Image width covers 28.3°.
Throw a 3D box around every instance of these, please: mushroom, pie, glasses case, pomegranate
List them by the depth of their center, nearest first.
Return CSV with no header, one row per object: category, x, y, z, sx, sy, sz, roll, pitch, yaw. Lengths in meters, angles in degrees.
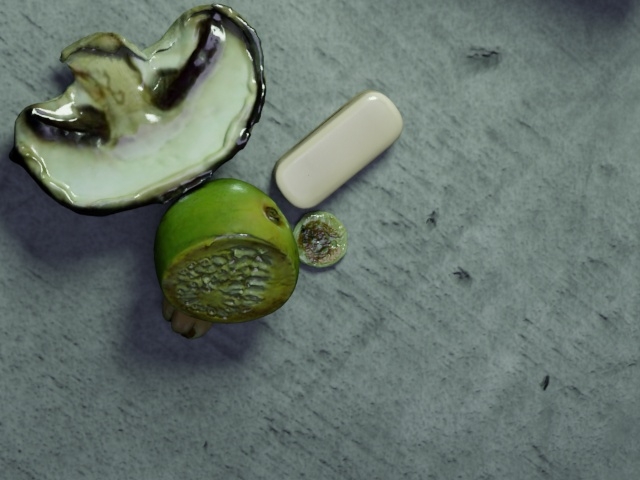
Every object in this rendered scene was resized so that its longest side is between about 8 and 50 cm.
mushroom,-0.227,-0.169,1.653,0.344,0.130,0.247,-41,90,-1
pomegranate,-0.127,0.020,1.701,0.190,0.159,0.241,-7,134,-5
glasses case,0.024,-0.125,1.741,0.196,0.050,0.083,-38,104,-1
pie,0.000,0.000,1.781,0.085,0.017,0.085,-2,103,-10
